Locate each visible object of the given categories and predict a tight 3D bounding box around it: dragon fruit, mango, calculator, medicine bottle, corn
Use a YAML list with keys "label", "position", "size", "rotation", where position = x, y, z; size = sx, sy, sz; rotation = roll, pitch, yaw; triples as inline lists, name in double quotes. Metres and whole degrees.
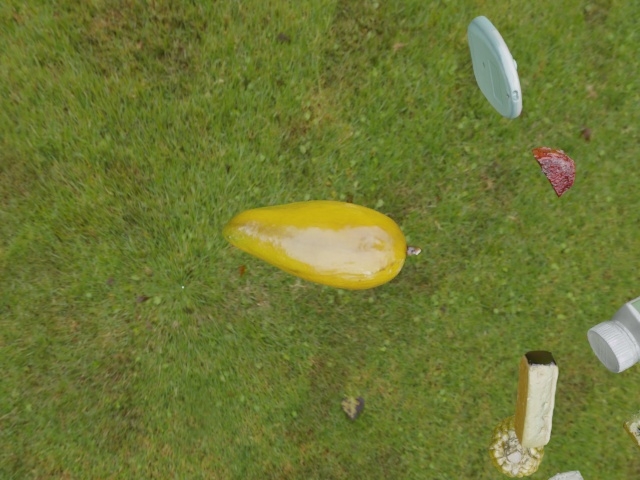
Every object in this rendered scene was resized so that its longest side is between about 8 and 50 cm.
- label: "dragon fruit"
  position: [0.615, -0.206, 1.558]
  size: [0.083, 0.106, 0.162]
  rotation: [-34, 126, 24]
- label: "mango"
  position: [0.000, 0.000, 0.943]
  size: [0.316, 0.176, 0.119]
  rotation: [9, 121, 10]
- label: "calculator"
  position: [0.353, -0.361, 1.227]
  size: [0.042, 0.295, 0.184]
  rotation: [-18, 127, 8]
- label: "medicine bottle"
  position: [0.584, 0.154, 1.055]
  size: [0.188, 0.132, 0.088]
  rotation: [-27, 56, -2]
- label: "corn"
  position: [0.497, 0.511, 1.497]
  size: [0.130, 0.347, 0.130]
  rotation: [-3, 80, 20]

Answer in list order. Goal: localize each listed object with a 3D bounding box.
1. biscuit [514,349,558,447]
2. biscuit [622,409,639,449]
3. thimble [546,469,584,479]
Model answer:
- label: "biscuit"
  position: [0.375, 0.278, 1.029]
  size: [0.056, 0.052, 0.188]
  rotation: [-5, 117, -2]
- label: "biscuit"
  position: [0.558, 0.251, 0.834]
  size: [0.016, 0.139, 0.231]
  rotation: [23, 121, -41]
- label: "thimble"
  position: [0.654, 0.674, 1.566]
  size: [0.115, 0.090, 0.102]
  rotation: [-32, 133, 13]
